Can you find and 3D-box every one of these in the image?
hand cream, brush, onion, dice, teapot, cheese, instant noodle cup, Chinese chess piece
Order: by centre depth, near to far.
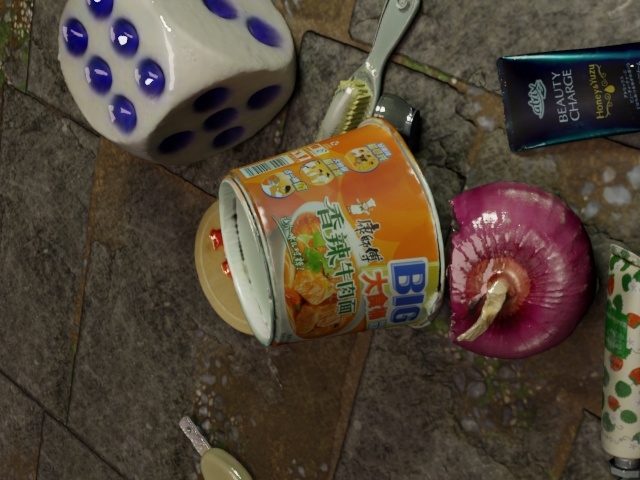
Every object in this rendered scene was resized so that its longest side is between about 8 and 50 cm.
[{"bbox_3d":[0.324,-0.172,1.031,0.271,0.061,0.120,0,105,48],"label":"hand cream"},{"bbox_3d":[0.362,0.145,1.057,0.059,0.095,0.276,-5,101,-4],"label":"hand cream"},{"bbox_3d":[0.238,0.036,1.073,0.201,0.201,0.207,-17,69,41],"label":"onion"},{"bbox_3d":[0.000,0.000,1.155,0.296,0.214,0.296,166,90,-74],"label":"instant noodle cup"},{"bbox_3d":[0.104,-0.154,1.215,0.057,0.066,0.088,17,135,18],"label":"teapot"},{"bbox_3d":[0.052,-0.219,1.236,0.068,0.060,0.296,42,124,28],"label":"brush"},{"bbox_3d":[-0.209,-0.270,1.318,0.243,0.251,0.259,-44,72,37],"label":"dice"},{"bbox_3d":[-0.086,0.029,1.388,0.251,0.097,0.250,11,108,37],"label":"Chinese chess piece"},{"bbox_3d":[-0.194,0.395,1.605,0.192,0.037,0.097,49,126,20],"label":"cheese"}]

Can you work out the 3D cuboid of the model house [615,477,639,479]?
[{"bbox_3d":[0.355,0.365,1.063,0.119,0.149,0.148,55,131,15],"label":"model house"}]
